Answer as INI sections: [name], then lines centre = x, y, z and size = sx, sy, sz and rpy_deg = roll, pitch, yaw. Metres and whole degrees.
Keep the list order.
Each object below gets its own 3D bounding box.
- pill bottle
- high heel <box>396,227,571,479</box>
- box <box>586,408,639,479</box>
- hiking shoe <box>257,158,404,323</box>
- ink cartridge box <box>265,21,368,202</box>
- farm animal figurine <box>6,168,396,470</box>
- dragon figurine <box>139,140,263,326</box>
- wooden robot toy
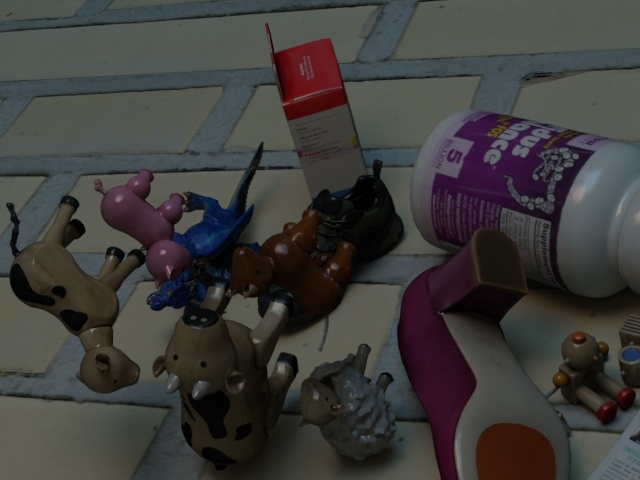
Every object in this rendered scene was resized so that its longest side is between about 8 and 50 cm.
[pill bottle]
centre = 0.258, -0.036, 1.407
size = 0.301, 0.169, 0.169
rpy_deg = 19, 48, 40
[high heel]
centre = 0.140, 0.180, 1.268
size = 0.127, 0.181, 0.377
rpy_deg = 20, 49, -17
[box]
centre = 0.316, 0.185, 1.127
size = 0.244, 0.060, 0.100
rpy_deg = -48, 44, -16
[hiking shoe]
centre = 0.000, 0.000, 1.511
size = 0.086, 0.114, 0.227
rpy_deg = 17, 47, 39
[ink cartridge box]
centre = 0.000, -0.152, 1.615
size = 0.078, 0.231, 0.134
rpy_deg = -15, 36, 3
[farm animal figurine]
centre = -0.121, 0.102, 1.253
size = 0.330, 0.327, 0.172
rpy_deg = 1, 44, 27
[dragon figurine]
centre = -0.117, 0.002, 1.582
size = 0.144, 0.085, 0.289
rpy_deg = 18, 48, 39
[wooden robot toy]
centre = 0.267, 0.118, 1.271
size = 0.173, 0.079, 0.076
rpy_deg = -34, 38, -21
